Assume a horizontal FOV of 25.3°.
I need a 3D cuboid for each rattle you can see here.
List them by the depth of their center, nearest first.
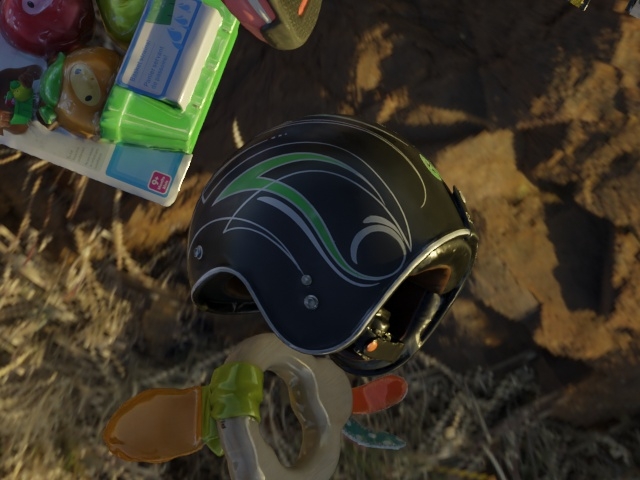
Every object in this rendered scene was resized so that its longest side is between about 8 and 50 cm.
[{"bbox_3d":[-0.040,0.144,1.098,0.143,0.199,0.130,-37,76,29],"label":"rattle"}]

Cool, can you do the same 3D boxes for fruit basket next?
[{"bbox_3d":[-0.285,-0.251,1.726,0.353,0.165,0.327,23,77,-8],"label":"fruit basket"}]

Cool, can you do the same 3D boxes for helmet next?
[{"bbox_3d":[0.000,0.000,0.916,0.161,0.169,0.169,40,101,23],"label":"helmet"}]

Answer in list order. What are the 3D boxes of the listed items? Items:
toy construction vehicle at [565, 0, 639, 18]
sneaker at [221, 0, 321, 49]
[{"bbox_3d":[0.300,-0.264,1.413,0.086,0.035,0.098,28,132,8],"label":"toy construction vehicle"},{"bbox_3d":[-0.107,-0.258,0.978,0.136,0.116,0.314,-6,136,36],"label":"sneaker"}]
